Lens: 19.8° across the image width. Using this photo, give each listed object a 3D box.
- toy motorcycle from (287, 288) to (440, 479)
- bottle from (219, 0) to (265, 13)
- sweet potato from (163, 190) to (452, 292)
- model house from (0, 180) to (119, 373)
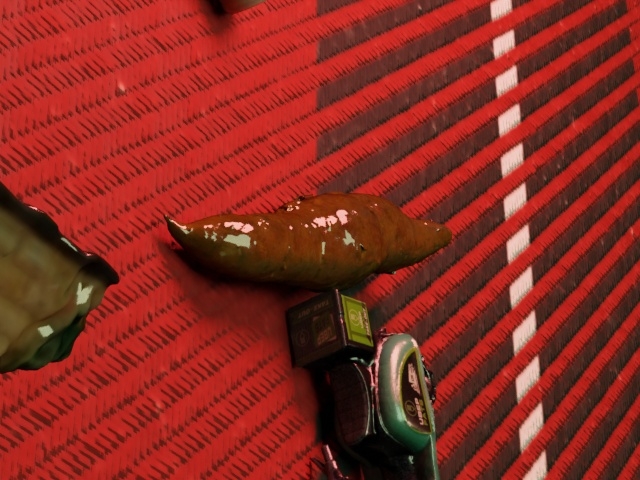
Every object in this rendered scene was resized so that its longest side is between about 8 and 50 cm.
[{"bbox_3d":[0.032,0.123,1.105,0.100,0.058,0.173,20,53,-48],"label":"toy motorcycle"},{"bbox_3d":[-0.061,-0.192,1.152,0.096,0.045,0.045,66,27,-14],"label":"bottle"},{"bbox_3d":[0.000,0.000,1.121,0.274,0.067,0.067,0,73,-57],"label":"sweet potato"},{"bbox_3d":[-0.196,0.028,0.623,0.172,0.183,0.166,-56,135,-11],"label":"model house"}]
